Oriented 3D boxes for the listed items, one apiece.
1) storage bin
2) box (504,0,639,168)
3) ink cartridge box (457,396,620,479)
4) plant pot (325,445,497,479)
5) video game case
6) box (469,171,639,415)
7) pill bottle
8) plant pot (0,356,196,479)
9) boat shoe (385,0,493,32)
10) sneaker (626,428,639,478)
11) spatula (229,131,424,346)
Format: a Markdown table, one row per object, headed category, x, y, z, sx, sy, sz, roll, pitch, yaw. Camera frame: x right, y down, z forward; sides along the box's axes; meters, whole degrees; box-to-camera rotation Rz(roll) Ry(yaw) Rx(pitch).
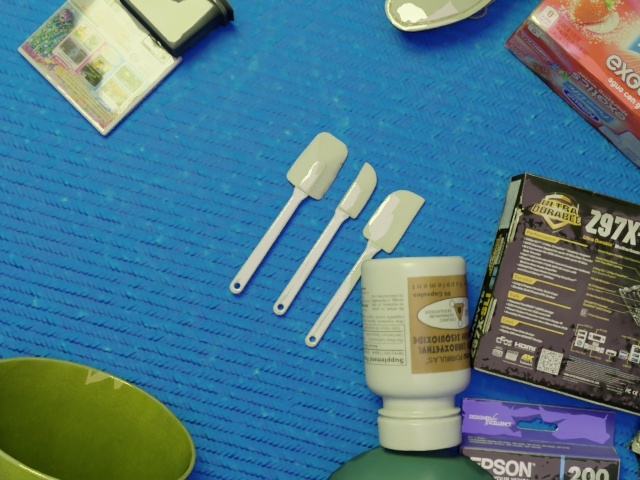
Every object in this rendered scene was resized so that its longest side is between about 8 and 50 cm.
| category | x | y | z | sx | sy | sz | roll | pitch | yaw |
| --- | --- | --- | --- | --- | --- | --- | --- | --- | --- |
| storage bin | -0.186 | -0.300 | 1.253 | 0.135 | 0.098 | 0.091 | 45 | 85 | -1 |
| box | 0.396 | -0.209 | 1.249 | 0.300 | 0.154 | 0.142 | 42 | 87 | 1 |
| ink cartridge box | 0.273 | 0.314 | 1.282 | 0.206 | 0.045 | 0.208 | 5 | 87 | -1 |
| plant pot | 0.097 | 0.396 | 1.151 | 0.293 | 0.235 | 0.293 | 0 | 88 | 9 |
| video game case | -0.282 | -0.238 | 1.290 | 0.157 | 0.019 | 0.143 | 45 | 88 | -1 |
| box | 0.370 | 0.081 | 1.277 | 0.322 | 0.079 | 0.257 | 15 | 86 | -2 |
| pill bottle | 0.119 | 0.135 | 1.238 | 0.131 | 0.131 | 0.229 | -2 | 89 | -2 |
| plant pot | -0.325 | 0.331 | 1.172 | 0.274 | 0.275 | 0.293 | 23 | 104 | -1 |
| boat shoe | 0.193 | -0.338 | 1.281 | 0.254 | 0.079 | 0.095 | -36 | 88 | -5 |
| sneaker | 0.437 | 0.285 | 1.295 | 0.098 | 0.038 | 0.069 | 40 | 93 | 3 |
| spatula | 0.000 | 0.000 | 1.296 | 0.168 | 0.019 | 0.242 | 35 | 88 | -6 |
